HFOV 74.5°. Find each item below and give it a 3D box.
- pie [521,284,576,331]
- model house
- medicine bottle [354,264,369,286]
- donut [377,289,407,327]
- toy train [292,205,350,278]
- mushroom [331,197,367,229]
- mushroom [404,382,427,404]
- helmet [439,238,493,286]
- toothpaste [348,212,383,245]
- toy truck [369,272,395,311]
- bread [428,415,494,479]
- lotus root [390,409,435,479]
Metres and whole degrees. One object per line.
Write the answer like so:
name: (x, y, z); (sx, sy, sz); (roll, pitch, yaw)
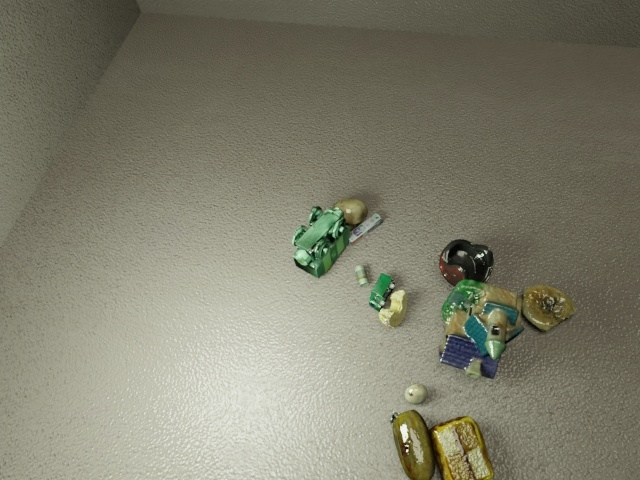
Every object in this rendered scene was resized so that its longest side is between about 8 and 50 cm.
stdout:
pie: (0.912, 0.265, 1.711); (0.218, 0.052, 0.185); (-29, 58, -16)
model house: (0.568, 0.340, 1.533); (0.245, 0.312, 0.280); (17, 61, 8)
medicine bottle: (0.177, 0.153, 1.799); (0.047, 0.047, 0.083); (-12, 61, -5)
donut: (0.294, 0.284, 1.694); (0.065, 0.108, 0.166); (13, 50, 37)
toy train: (0.000, 0.000, 1.781); (0.167, 0.238, 0.299); (29, 64, 24)
mushroom: (0.130, -0.123, 1.910); (0.166, 0.127, 0.166); (2, 25, -1)
mushroom: (0.349, 0.558, 1.558); (0.085, 0.085, 0.079); (-12, 27, -5)
helmet: (0.592, 0.101, 1.730); (0.189, 0.193, 0.216); (-31, 75, -19)
toothpaste: (0.200, -0.052, 1.918); (0.196, 0.040, 0.047); (-37, 62, -18)
toy truck: (0.255, 0.219, 1.749); (0.079, 0.065, 0.147); (25, 64, 17)
bread: (0.481, 0.726, 1.436); (0.182, 0.096, 0.222); (-11, 63, -7)
lotus root: (0.322, 0.702, 1.440); (0.123, 0.124, 0.241); (-12, 61, -3)
